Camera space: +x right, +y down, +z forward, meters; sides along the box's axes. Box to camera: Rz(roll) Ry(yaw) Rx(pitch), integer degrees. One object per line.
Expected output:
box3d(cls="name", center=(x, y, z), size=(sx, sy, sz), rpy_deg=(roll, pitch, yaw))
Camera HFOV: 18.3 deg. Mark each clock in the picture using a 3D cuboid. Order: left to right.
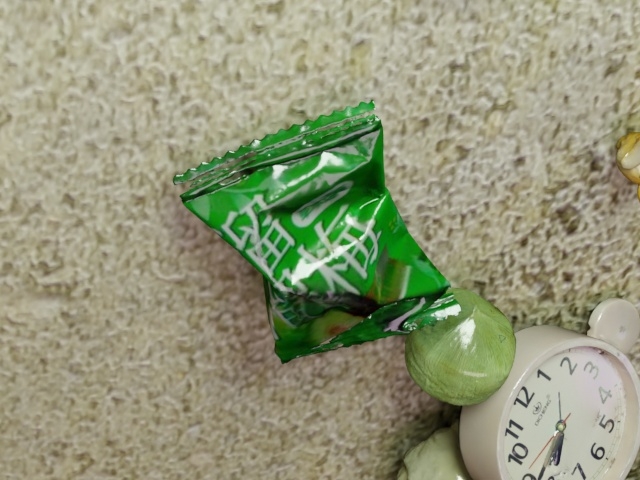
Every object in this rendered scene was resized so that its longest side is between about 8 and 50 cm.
box3d(cls="clock", center=(0.185, 0.146, 1.591), size=(0.155, 0.063, 0.229), rpy_deg=(35, 82, -34))

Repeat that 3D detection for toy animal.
box3d(cls="toy animal", center=(0.251, -0.065, 1.429), size=(0.083, 0.081, 0.060), rpy_deg=(-51, 139, 3))

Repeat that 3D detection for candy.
box3d(cls="candy", center=(-0.003, -0.001, 1.378), size=(0.141, 0.078, 0.203), rpy_deg=(-31, 130, -7))

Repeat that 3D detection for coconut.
box3d(cls="coconut", center=(0.106, 0.079, 1.510), size=(0.088, 0.088, 0.096), rpy_deg=(-4, 144, -21))

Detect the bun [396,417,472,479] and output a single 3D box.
box3d(cls="bun", center=(0.138, 0.222, 1.680), size=(0.188, 0.111, 0.164), rpy_deg=(14, 111, -34))
